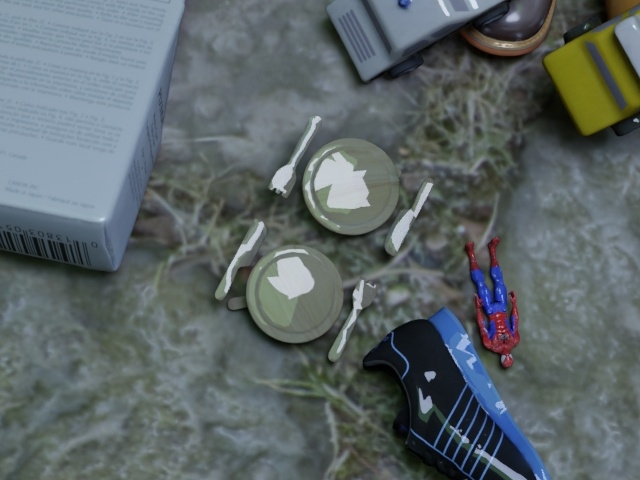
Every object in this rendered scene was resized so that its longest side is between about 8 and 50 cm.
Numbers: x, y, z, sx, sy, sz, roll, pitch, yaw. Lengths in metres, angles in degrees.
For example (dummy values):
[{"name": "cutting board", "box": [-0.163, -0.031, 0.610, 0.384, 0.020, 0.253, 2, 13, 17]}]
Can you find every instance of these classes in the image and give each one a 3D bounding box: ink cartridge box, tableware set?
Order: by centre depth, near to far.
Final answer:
[{"name": "tableware set", "box": [0.000, 0.000, 1.010, 0.128, 0.039, 0.194, 29, 81, -4]}, {"name": "ink cartridge box", "box": [-0.287, -0.176, 1.055, 0.308, 0.091, 0.384, 11, 57, 3]}]

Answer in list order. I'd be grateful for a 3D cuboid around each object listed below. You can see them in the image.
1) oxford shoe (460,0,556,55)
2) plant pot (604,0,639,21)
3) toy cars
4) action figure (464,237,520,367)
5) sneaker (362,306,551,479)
[{"name": "oxford shoe", "box": [0.168, -0.352, 1.062, 0.130, 0.132, 0.363, -1, 74, -1]}, {"name": "plant pot", "box": [0.333, -0.246, 1.012, 0.205, 0.205, 0.187, 3, 89, 1]}, {"name": "toy cars", "box": [0.176, -0.182, 0.958, 0.394, 0.087, 0.176, 17, 111, 22]}, {"name": "action figure", "box": [0.153, 0.056, 1.000, 0.038, 0.030, 0.115, -8, 76, -8]}, {"name": "sneaker", "box": [0.120, 0.172, 0.943, 0.090, 0.081, 0.232, -27, 69, -5]}]
